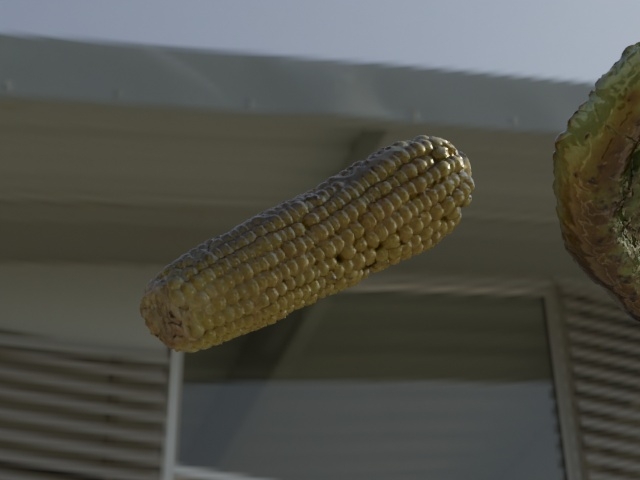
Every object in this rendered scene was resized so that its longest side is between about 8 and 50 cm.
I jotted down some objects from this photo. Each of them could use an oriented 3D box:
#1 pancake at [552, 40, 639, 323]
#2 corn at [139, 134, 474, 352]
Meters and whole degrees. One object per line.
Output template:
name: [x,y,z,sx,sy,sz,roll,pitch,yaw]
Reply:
pancake: [0.309,-0.050,1.409,0.197,0.054,0.377,-11,-44,0]
corn: [0.000,0.000,1.296,0.320,0.097,0.097,-26,-32,-25]
